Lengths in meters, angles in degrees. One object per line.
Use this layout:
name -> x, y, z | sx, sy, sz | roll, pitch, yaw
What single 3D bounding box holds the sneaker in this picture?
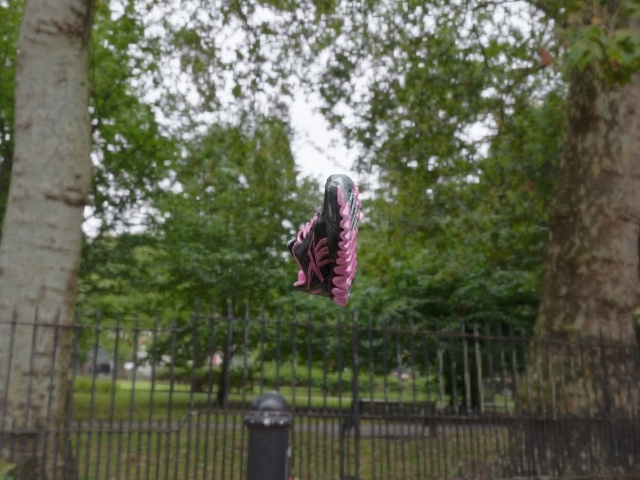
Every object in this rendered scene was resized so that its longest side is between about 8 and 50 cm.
sneaker -> 0.000, 0.000, 0.545 | 0.057, 0.047, 0.119 | 12, -52, 12
